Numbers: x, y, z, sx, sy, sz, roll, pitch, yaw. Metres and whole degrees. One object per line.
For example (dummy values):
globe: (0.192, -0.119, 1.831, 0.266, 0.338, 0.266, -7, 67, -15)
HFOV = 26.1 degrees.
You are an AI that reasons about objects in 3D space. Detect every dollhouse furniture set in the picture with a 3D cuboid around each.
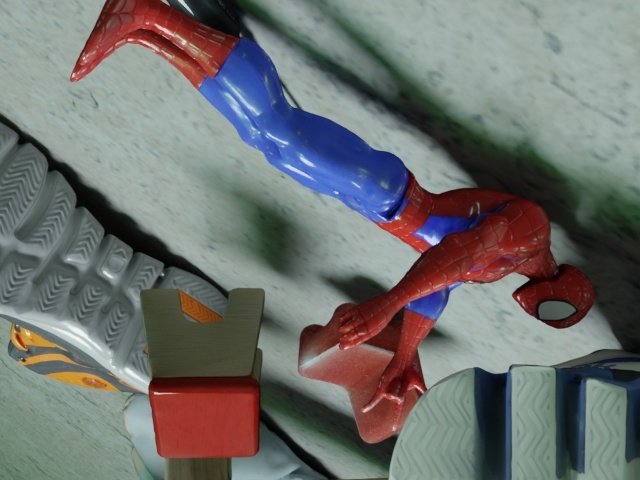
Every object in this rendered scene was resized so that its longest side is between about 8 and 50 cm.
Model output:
dollhouse furniture set: (-0.013, 0.184, 0.953, 0.201, 0.152, 0.374, -2, 149, -4)

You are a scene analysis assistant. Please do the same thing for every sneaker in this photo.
sneaker: (0.201, 0.107, 0.688, 0.316, 0.127, 0.182, 6, -177, 9)
sneaker: (-0.222, 0.029, 1.020, 0.321, 0.124, 0.180, 40, 154, -17)

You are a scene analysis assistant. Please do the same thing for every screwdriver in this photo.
screwdriver: (-0.031, -0.084, 0.716, 0.170, 0.024, 0.025, 48, -178, -45)

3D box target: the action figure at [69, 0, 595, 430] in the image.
action figure: (0.000, 0.000, 0.664, 0.280, 0.139, 0.091, 26, 175, -12)

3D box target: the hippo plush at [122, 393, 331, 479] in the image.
hippo plush: (-0.101, 0.296, 1.243, 0.294, 0.236, 0.234, 39, 155, -14)
